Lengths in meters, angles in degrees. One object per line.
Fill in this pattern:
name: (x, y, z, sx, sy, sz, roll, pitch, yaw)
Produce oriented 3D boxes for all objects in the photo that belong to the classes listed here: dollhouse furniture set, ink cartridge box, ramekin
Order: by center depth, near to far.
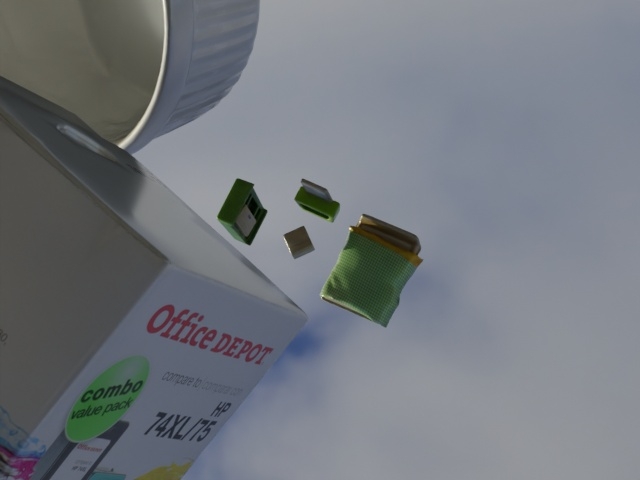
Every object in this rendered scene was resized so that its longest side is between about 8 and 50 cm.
ink cartridge box: (-0.185, 0.070, 0.858, 0.197, 0.198, 0.270, 40, -85, 21)
ramekin: (-0.134, -0.157, 1.071, 0.207, 0.207, 0.109, 18, -155, 35)
dollhouse furniture set: (0.000, 0.000, 1.310, 0.152, 0.058, 0.076, 24, -102, 16)
